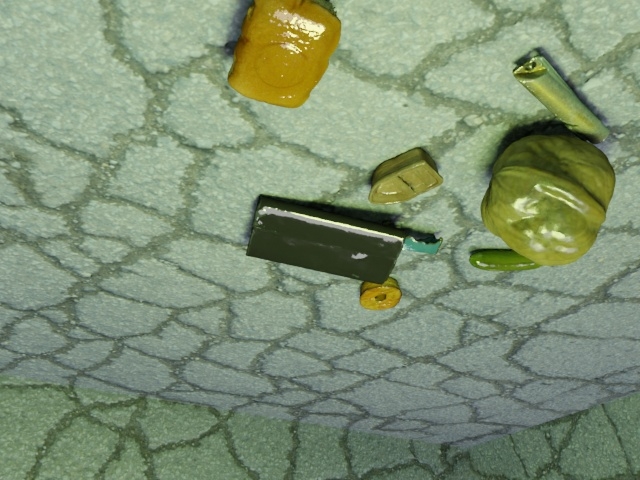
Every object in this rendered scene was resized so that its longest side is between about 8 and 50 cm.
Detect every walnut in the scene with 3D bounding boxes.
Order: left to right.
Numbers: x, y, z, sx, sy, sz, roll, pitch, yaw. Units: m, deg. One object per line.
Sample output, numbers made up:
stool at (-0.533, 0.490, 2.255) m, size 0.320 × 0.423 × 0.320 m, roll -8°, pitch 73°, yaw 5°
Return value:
walnut at (0.517, -0.098, 1.439) m, size 0.277 × 0.282 × 0.253 m, roll 25°, pitch 150°, yaw 18°

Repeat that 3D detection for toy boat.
toy boat at (0.198, -0.152, 1.546) m, size 0.188 × 0.061 × 0.116 m, roll -24°, pitch 144°, yaw 29°
toy boat at (0.253, -0.010, 1.773) m, size 0.185 × 0.077 × 0.075 m, roll 7°, pitch -173°, yaw -16°

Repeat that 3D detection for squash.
squash at (0.577, 0.061, 1.909) m, size 0.258 × 0.069 × 0.069 m, roll 0°, pitch 147°, yaw -4°

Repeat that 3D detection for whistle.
whistle at (0.525, -0.299, 1.350) m, size 0.068 × 0.057 × 0.326 m, roll -33°, pitch 137°, yaw 33°

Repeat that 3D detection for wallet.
wallet at (0.010, 0.008, 1.708) m, size 0.406 × 0.062 × 0.228 m, roll 12°, pitch 139°, yaw -7°

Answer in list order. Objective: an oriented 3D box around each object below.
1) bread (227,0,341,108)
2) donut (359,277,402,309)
bread at (-0.068, -0.358, 1.147) m, size 0.174 × 0.121 × 0.245 m, roll 10°, pitch 147°, yaw -22°
donut at (0.195, 0.171, 2.053) m, size 0.152 × 0.058 × 0.152 m, roll -3°, pitch 147°, yaw -2°
